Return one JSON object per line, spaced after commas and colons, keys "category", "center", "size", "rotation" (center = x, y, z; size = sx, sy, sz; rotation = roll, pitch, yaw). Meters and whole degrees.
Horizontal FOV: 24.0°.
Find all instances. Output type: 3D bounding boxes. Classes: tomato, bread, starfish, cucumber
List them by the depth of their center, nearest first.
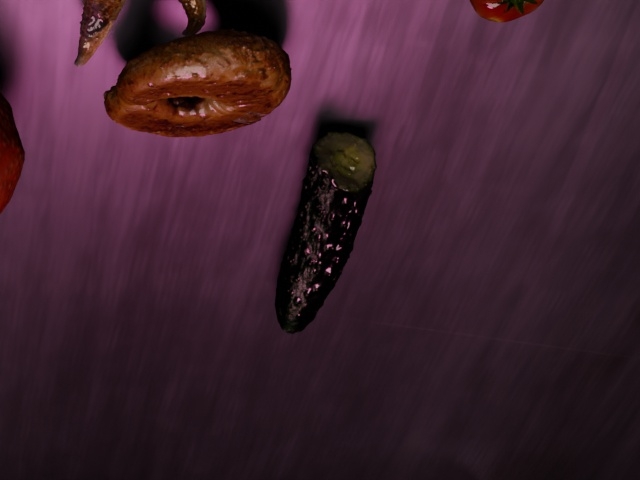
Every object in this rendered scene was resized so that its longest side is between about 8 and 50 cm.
{"category": "starfish", "center": [-0.205, -0.262, 1.373], "size": [0.238, 0.071, 0.216], "rotation": [26, 136, -19]}
{"category": "tomato", "center": [0.173, -0.250, 1.404], "size": [0.087, 0.075, 0.087], "rotation": [-14, 143, -11]}
{"category": "bread", "center": [-0.117, -0.153, 1.459], "size": [0.193, 0.064, 0.193], "rotation": [-9, 166, -2]}
{"category": "cucumber", "center": [0.000, 0.000, 1.672], "size": [0.072, 0.081, 0.303], "rotation": [39, 145, 17]}

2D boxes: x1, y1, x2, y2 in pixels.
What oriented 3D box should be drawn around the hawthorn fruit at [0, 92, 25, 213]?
{"category": "hawthorn fruit", "center": [-0.399, -0.067, 1.431], "size": [0.205, 0.253, 0.205], "rotation": [12, 134, 13]}
